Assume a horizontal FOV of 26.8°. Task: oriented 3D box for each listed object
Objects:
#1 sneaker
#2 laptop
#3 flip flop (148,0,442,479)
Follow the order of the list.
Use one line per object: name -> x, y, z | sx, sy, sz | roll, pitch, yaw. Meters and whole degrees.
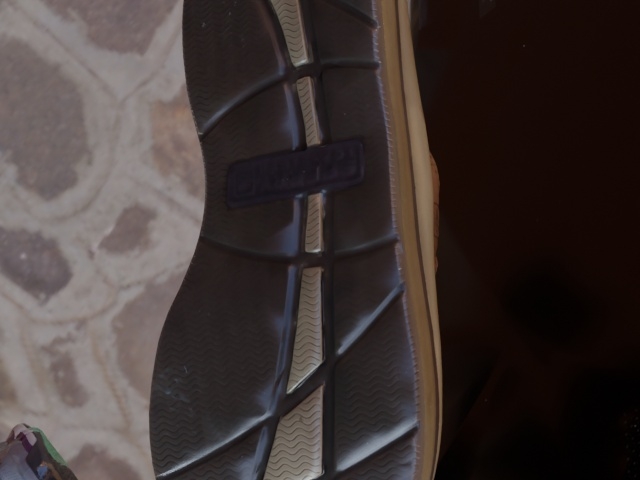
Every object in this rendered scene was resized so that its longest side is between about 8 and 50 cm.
sneaker -> -0.271, 0.221, 1.185 | 0.098, 0.224, 0.083 | -37, 95, -17
laptop -> 0.249, -0.034, 0.618 | 0.236, 0.381, 0.408 | 19, 149, -28
flip flop -> 0.000, 0.000, 0.498 | 0.112, 0.080, 0.277 | -6, 81, 28
